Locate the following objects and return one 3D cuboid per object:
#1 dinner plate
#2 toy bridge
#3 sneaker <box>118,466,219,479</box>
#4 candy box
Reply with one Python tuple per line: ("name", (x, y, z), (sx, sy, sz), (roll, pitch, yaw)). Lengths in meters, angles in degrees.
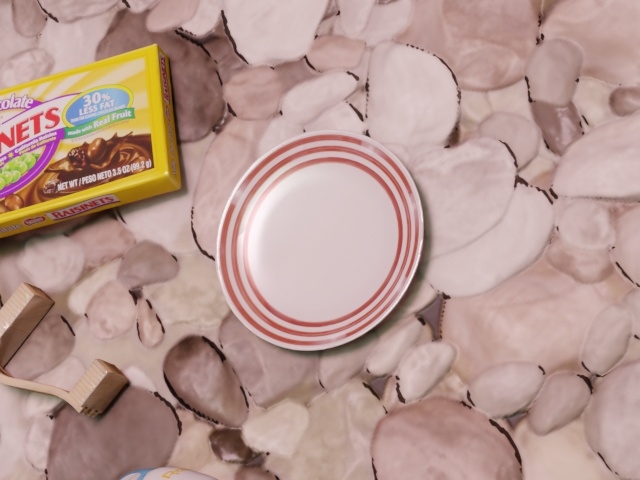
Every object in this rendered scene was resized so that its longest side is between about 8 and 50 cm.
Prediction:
("dinner plate", (0.000, 0.000, 0.950), (0.141, 0.017, 0.141), (-8, 71, 24))
("toy bridge", (-0.208, 0.058, 1.025), (0.188, 0.026, 0.063), (40, 94, 30))
("sneaker", (-0.106, 0.246, 0.897), (0.092, 0.087, 0.228), (8, 74, 38))
("candy box", (-0.196, -0.058, 1.037), (0.206, 0.027, 0.105), (-15, 61, 13))
